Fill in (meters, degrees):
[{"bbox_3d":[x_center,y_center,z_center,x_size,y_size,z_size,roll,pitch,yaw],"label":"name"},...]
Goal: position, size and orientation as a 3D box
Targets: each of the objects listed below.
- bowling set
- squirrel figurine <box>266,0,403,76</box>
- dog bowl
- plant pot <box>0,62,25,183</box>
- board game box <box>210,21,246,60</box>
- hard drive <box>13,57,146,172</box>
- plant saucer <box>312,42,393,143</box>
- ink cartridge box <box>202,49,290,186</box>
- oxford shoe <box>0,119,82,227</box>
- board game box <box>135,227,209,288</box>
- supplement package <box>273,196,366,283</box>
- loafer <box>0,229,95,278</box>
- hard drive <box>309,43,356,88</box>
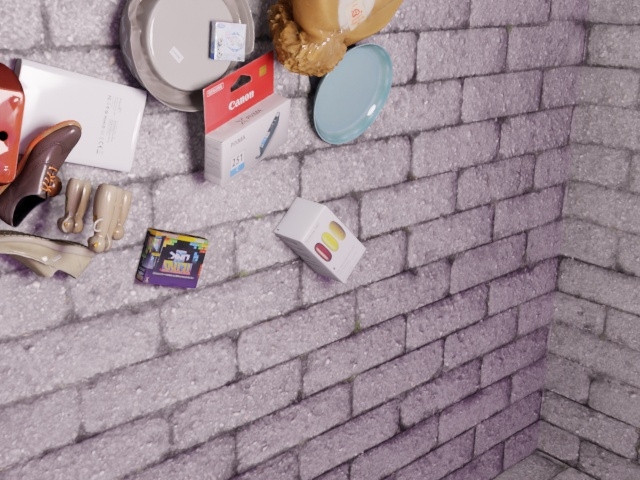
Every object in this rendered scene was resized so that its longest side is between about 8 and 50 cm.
[{"bbox_3d":[-0.555,-0.062,1.792,0.200,0.287,0.154,11,89,-2],"label":"bowling set"},{"bbox_3d":[-0.036,-0.619,1.957,0.281,0.370,0.396,4,122,-45],"label":"squirrel figurine"},{"bbox_3d":[-0.328,-0.492,1.877,0.349,0.102,0.348,-16,114,-39],"label":"dog bowl"},{"bbox_3d":[-0.718,-0.228,1.509,0.267,0.236,0.267,3,102,-43],"label":"plant pot"},{"bbox_3d":[-0.225,-0.485,1.891,0.090,0.020,0.090,-8,110,-41],"label":"board game box"},{"bbox_3d":[-0.559,-0.279,1.777,0.308,0.040,0.202,7,99,-44],"label":"hard drive"},{"bbox_3d":[0.088,-0.434,2.275,0.318,0.044,0.317,-31,141,-29],"label":"plant saucer"},{"bbox_3d":[-0.186,-0.316,2.002,0.296,0.066,0.261,-43,149,-43],"label":"ink cartridge box"},{"bbox_3d":[-0.603,-0.143,1.689,0.271,0.098,0.097,-48,157,7],"label":"oxford shoe"},{"bbox_3d":[-0.389,0.048,2.044,0.170,0.048,0.141,10,96,-44],"label":"board game box"},{"bbox_3d":[0.000,0.000,2.331,0.244,0.134,0.139,44,73,-42],"label":"supplement package"},{"bbox_3d":[-0.641,0.036,1.767,0.269,0.102,0.092,13,89,-45],"label":"loafer"},{"bbox_3d":[0.030,-0.574,2.216,0.172,0.054,0.254,-26,121,-34],"label":"hard drive"}]
